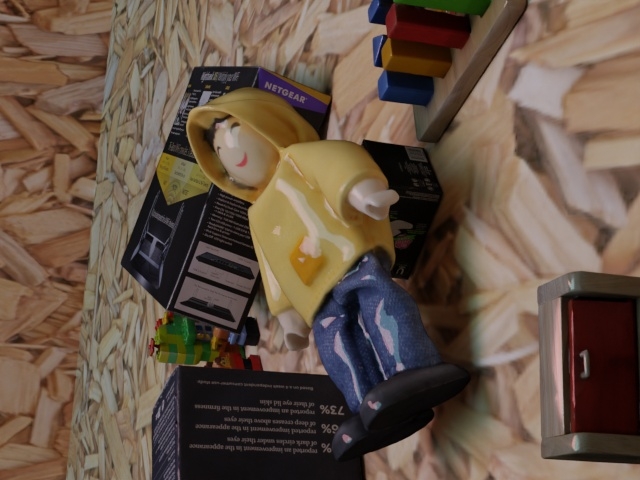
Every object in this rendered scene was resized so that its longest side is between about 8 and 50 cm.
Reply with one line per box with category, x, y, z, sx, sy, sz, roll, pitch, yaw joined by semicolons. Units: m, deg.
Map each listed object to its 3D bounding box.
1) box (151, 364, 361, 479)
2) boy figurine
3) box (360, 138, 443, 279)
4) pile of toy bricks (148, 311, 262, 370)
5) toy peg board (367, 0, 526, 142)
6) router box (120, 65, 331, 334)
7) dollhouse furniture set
box;-0.052;0.216;1.067;0.108;0.153;0.207;123;149;-56
boy figurine;0.000;0.000;0.930;0.285;0.092;0.177;62;144;19
box;0.048;-0.022;0.994;0.062;0.052;0.083;-105;28;-51
pile of toy bricks;-0.136;0.115;1.448;0.212;0.105;0.118;-108;30;-53
toy peg board;0.066;-0.182;0.947;0.160;0.079;0.161;122;150;-54
router box;-0.108;-0.053;1.372;0.242;0.081;0.309;-69;18;1
dollhouse furniture set;0.130;0.095;0.561;0.129;0.129;0.183;141;132;-66
